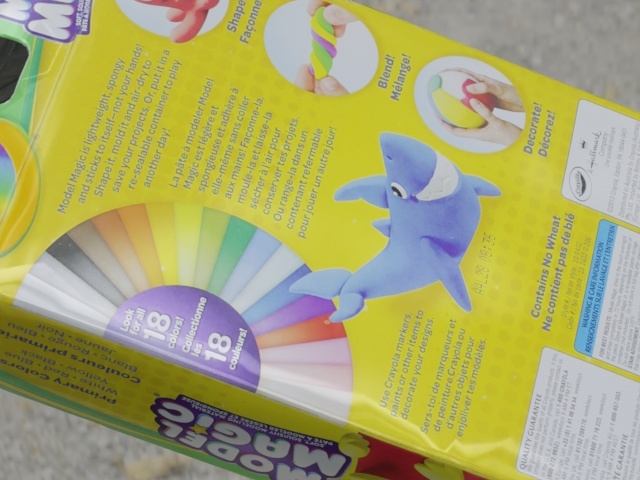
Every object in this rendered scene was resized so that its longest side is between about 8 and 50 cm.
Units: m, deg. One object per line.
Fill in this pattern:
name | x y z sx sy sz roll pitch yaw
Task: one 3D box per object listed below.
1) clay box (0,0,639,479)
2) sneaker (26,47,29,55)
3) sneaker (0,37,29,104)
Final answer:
clay box | 0.000 0.000 0.530 0.222 0.053 0.127 21 57 -6
sneaker | -0.117 -0.114 0.864 0.075 0.057 0.161 27 62 -13
sneaker | -0.217 -0.132 1.202 0.109 0.130 0.286 19 57 27
